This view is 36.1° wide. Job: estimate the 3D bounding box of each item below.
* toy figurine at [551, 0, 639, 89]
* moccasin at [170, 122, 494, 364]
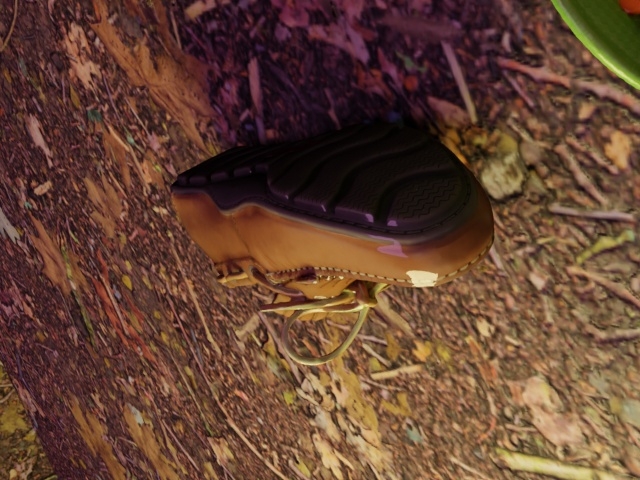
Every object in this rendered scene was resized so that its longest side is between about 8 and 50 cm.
[{"bbox_3d":[0.174,-0.170,0.393,0.159,0.130,0.173,-35,61,47],"label":"toy figurine"},{"bbox_3d":[-0.002,0.001,0.744,0.380,0.139,0.147,-2,116,57],"label":"moccasin"}]
